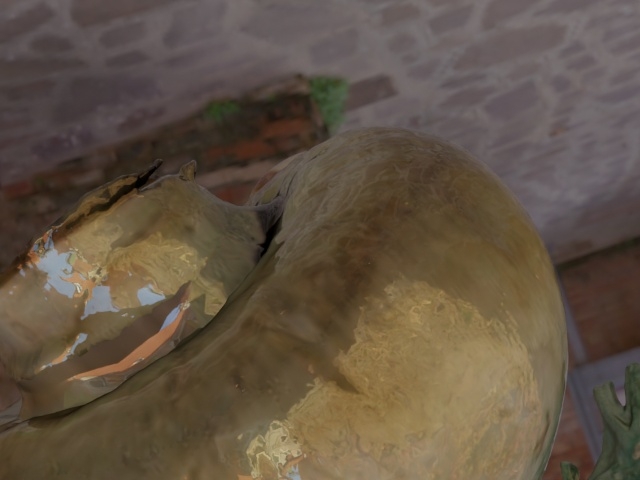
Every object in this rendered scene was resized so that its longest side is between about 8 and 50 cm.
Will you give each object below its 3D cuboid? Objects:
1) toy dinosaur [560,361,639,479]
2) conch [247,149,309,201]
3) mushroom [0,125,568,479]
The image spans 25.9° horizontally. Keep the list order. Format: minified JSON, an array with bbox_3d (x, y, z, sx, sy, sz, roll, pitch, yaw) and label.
[{"bbox_3d":[0.080,0.227,0.748,0.129,0.076,0.383,-9,-134,56],"label":"toy dinosaur"},{"bbox_3d":[0.000,0.000,1.356,0.182,0.149,0.275,-58,160,13],"label":"conch"},{"bbox_3d":[-0.041,0.083,0.711,0.352,0.260,0.352,-38,-174,4],"label":"mushroom"}]
